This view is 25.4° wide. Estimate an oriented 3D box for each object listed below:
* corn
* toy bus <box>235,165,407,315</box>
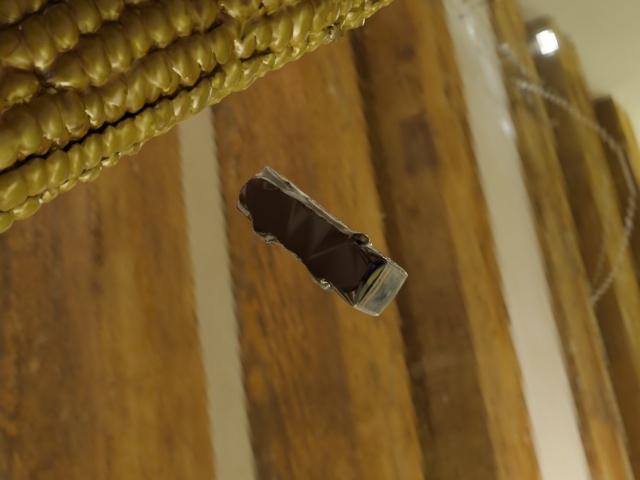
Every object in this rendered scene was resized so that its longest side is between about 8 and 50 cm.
[{"bbox_3d":[-0.083,-0.092,0.581,0.318,0.115,0.115,-31,-76,-29],"label":"corn"},{"bbox_3d":[0.000,0.000,1.213,0.172,0.057,0.072,39,-175,36],"label":"toy bus"}]
